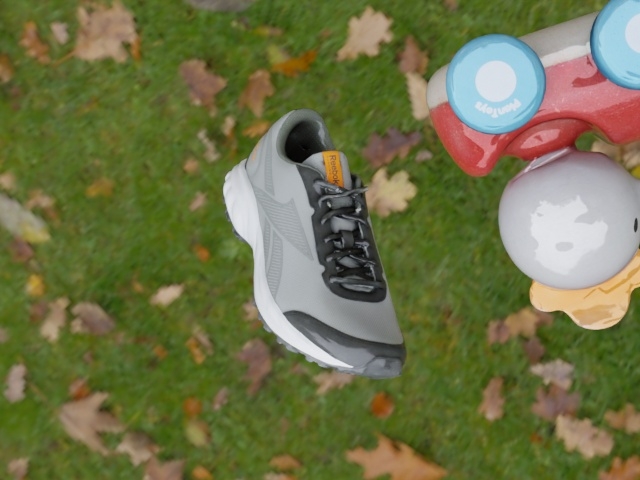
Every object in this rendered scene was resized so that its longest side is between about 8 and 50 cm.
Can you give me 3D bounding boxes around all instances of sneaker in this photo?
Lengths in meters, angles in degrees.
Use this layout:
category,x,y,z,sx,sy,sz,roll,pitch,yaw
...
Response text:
category,x,y,z,sx,sy,sz,roll,pitch,yaw
sneaker,0.000,0.000,1.129,0.108,0.100,0.271,-58,40,31

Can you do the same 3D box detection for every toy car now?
category,x,y,z,sx,sy,sz,roll,pitch,yaw
toy car,0.210,-0.053,1.125,0.210,0.219,0.238,-17,91,5
